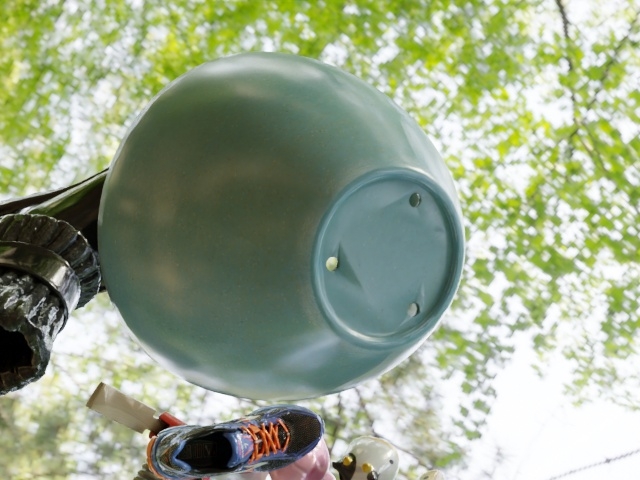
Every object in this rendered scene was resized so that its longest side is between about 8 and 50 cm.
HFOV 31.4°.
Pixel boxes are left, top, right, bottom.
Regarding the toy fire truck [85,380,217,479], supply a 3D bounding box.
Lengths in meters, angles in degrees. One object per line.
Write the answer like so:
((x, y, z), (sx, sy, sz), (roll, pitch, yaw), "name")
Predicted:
((-0.244, 0.334, 1.648), (0.246, 0.158, 0.217), (30, -115, 9), "toy fire truck")

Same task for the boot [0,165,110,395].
((-0.221, 0.021, 1.045), (0.348, 0.131, 0.260), (-19, -165, 11), "boot")

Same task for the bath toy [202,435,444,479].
((-0.015, 0.317, 1.499), (0.348, 0.129, 0.151), (9, -103, 27), "bath toy")

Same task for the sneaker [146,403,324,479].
((-0.096, 0.252, 1.380), (0.087, 0.221, 0.083), (159, -82, -72), "sneaker")

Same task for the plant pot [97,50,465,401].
((0.000, 0.000, 0.882), (0.195, 0.290, 0.290), (15, -102, 57), "plant pot")
